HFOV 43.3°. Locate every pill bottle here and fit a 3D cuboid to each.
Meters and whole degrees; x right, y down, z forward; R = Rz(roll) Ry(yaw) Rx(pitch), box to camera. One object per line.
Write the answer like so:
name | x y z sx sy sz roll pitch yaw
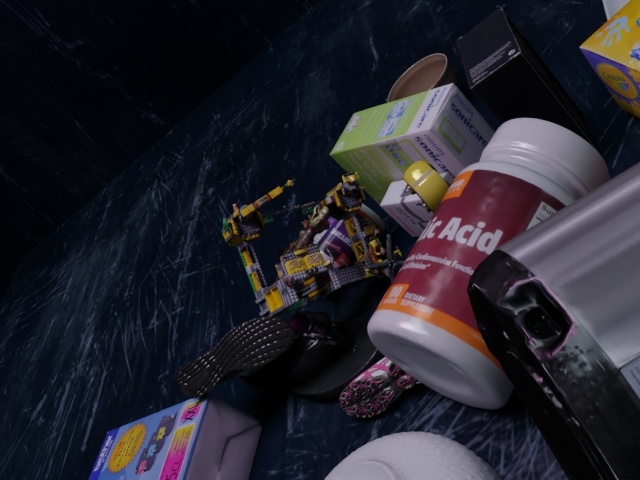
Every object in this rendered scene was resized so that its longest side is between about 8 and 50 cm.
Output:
pill bottle | 0.037 0.017 1.648 0.193 0.108 0.108 -53 27 -9
pill bottle | 0.256 0.026 1.188 0.224 0.224 0.392 3 56 57

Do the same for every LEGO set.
LEGO set | 0.000 0.000 1.451 0.192 0.331 0.255 145 115 -63

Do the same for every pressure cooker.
pressure cooker | 0.397 0.081 0.736 0.420 0.370 0.375 -32 28 1

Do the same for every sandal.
sandal | -0.053 0.207 1.528 0.445 0.107 0.168 -11 44 49

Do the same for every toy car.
toy car | 0.235 -0.014 1.373 0.053 0.239 0.225 31 -106 -77

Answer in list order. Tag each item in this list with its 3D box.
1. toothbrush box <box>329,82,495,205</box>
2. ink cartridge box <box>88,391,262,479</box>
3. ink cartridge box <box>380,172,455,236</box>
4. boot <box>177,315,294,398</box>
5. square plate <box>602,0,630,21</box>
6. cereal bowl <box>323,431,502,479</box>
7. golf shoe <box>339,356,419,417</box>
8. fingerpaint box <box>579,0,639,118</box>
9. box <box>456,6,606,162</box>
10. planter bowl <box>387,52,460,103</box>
toothbrush box | 0.192 -0.164 1.553 0.283 0.206 0.122 -7 47 51
ink cartridge box | -0.319 0.477 1.522 0.395 0.151 0.270 -29 32 36
ink cartridge box | 0.203 -0.063 1.510 0.150 0.109 0.063 -6 49 52
boot | -0.145 0.199 1.500 0.246 0.083 0.161 -30 -1 14
square plate | 0.691 -0.557 1.520 0.344 0.049 0.347 -30 32 30
cereal bowl | 0.081 0.394 1.053 0.339 0.141 0.339 -36 29 24
golf shoe | 0.112 0.229 1.324 0.186 0.067 0.086 -36 0 25
fingerpaint box | 0.644 -0.294 1.116 0.371 0.163 0.445 -43 27 7
box | 0.351 -0.236 1.356 0.103 0.261 0.184 -33 30 26
planter bowl | 0.245 -0.318 1.786 0.162 0.109 0.162 -35 30 24
